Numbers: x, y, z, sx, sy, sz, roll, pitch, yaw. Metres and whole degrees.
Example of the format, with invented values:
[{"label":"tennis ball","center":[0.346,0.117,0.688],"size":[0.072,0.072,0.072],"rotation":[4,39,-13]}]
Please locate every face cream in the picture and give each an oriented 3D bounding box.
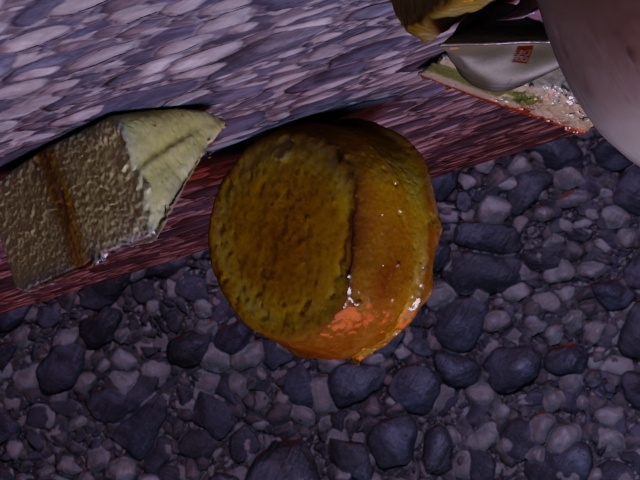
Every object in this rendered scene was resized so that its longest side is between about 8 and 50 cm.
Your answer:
[{"label":"face cream","center":[0.165,-0.172,1.496],"size":[0.137,0.084,0.341],"rotation":[0,-174,1]}]

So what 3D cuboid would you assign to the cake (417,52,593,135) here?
[{"label":"cake","center":[0.232,-0.211,1.926],"size":[0.220,0.116,0.086],"rotation":[19,163,-14]}]

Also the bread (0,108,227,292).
[{"label":"bread","center":[-0.201,-0.044,1.746],"size":[0.240,0.135,0.178],"rotation":[-23,173,40]}]

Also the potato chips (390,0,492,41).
[{"label":"potato chips","center":[0.132,-0.215,1.289],"size":[0.080,0.057,0.407],"rotation":[-18,177,-25]}]

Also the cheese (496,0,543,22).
[{"label":"cheese","center":[0.268,-0.239,1.343],"size":[0.286,0.074,0.189],"rotation":[-28,-168,-12]}]

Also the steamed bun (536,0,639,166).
[{"label":"steamed bun","center":[0.256,-0.160,0.771],"size":[0.334,0.334,0.374],"rotation":[-16,-178,-9]}]

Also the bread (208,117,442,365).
[{"label":"bread","center":[-0.001,-0.005,2.079],"size":[0.312,0.312,0.172],"rotation":[-19,162,35]}]
